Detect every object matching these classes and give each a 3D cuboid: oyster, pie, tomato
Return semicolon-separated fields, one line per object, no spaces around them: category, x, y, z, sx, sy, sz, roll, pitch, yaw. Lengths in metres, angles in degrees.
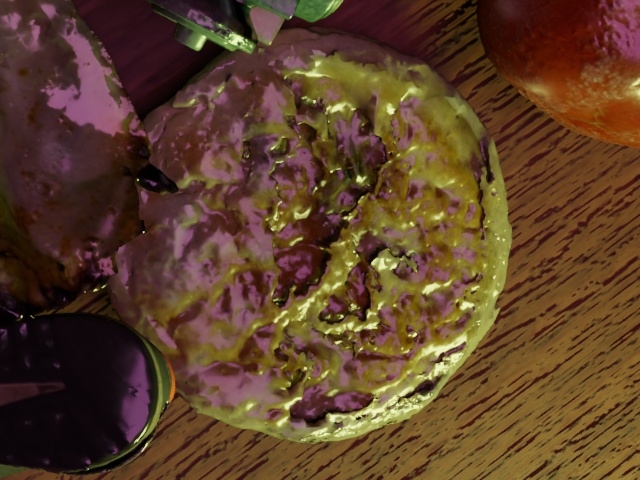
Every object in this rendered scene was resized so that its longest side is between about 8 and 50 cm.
oyster;-0.241;-0.120;1.197;0.096;0.221;0.361;-24;99;26
pie;0.000;0.000;1.364;0.339;0.077;0.339;-4;103;-18
tomato;0.220;-0.183;1.343;0.232;0.188;0.232;4;84;-49

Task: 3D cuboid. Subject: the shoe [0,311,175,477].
shoe;-0.252;0.116;1.280;0.336;0.171;0.132;-11;88;14

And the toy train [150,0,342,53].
toy train;-0.127;-0.237;1.188;0.304;0.221;0.150;26;97;-23
